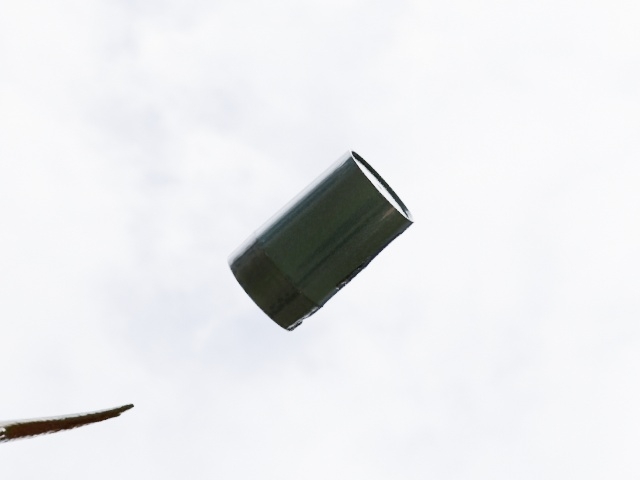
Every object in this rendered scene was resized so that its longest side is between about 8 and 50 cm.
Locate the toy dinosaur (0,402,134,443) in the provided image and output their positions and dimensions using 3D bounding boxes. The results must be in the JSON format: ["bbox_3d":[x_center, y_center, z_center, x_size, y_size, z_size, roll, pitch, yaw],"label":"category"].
[{"bbox_3d":[-0.197,0.109,0.936,0.187,0.106,0.044,-4,-85,9],"label":"toy dinosaur"}]

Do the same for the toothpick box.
[{"bbox_3d":[0.000,0.000,0.916,0.083,0.052,0.052,-42,-59,10],"label":"toothpick box"}]
